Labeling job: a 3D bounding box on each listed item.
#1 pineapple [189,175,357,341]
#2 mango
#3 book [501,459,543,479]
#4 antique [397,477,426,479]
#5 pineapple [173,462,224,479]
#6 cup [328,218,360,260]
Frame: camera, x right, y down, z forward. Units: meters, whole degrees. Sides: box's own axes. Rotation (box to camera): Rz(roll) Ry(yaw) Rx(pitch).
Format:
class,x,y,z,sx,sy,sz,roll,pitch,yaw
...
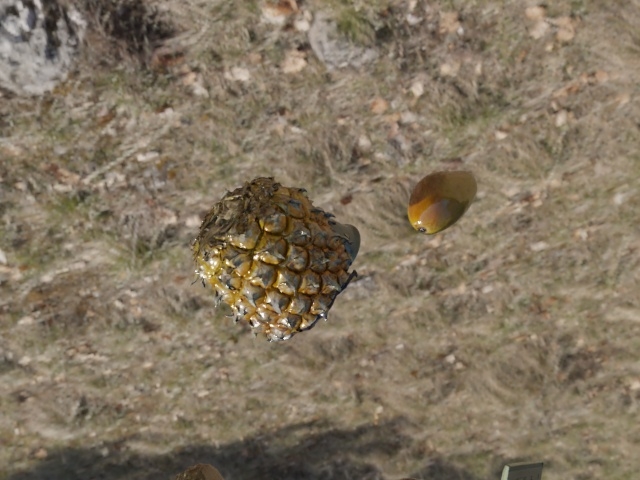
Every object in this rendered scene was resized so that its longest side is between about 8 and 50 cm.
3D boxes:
class,x,y,z,sx,sy,sz,roll,pitch,yaw
pineapple,-0.122,0.033,1.736,0.352,0.352,0.300,-29,120,30
mango,0.307,-0.109,1.914,0.253,0.138,0.113,-35,-170,-38
book,0.392,0.550,1.553,0.025,0.214,0.283,8,173,30
antique,0.272,0.737,2.073,0.129,0.223,0.278,-41,159,-31
pineapple,-0.349,0.640,1.707,0.340,0.169,0.169,-37,162,10
cup,0.000,0.000,2.312,0.199,0.199,0.150,-28,132,28
